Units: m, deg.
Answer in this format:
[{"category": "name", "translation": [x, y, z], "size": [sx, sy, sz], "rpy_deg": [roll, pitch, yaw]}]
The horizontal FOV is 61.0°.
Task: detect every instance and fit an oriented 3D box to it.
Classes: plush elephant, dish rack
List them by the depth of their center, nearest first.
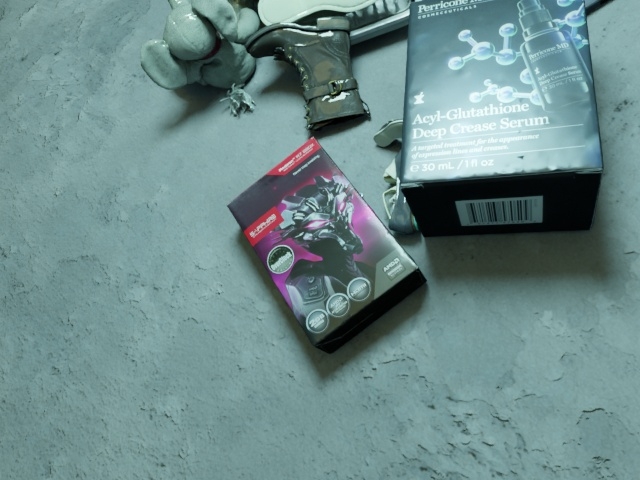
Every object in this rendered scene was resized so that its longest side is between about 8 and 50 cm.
[{"category": "plush elephant", "translation": [-0.281, -0.476, 1.272], "size": [0.272, 0.255, 0.330], "rpy_deg": [-30, 61, 12]}, {"category": "dish rack", "translation": [0.066, -0.567, 1.291], "size": [0.333, 0.072, 0.285], "rpy_deg": [-15, 61, 15]}]

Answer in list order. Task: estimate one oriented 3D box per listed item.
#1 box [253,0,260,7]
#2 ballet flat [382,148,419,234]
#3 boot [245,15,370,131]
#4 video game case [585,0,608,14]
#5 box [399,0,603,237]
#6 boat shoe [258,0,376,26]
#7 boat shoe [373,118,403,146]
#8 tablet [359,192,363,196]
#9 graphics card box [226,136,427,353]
[{"category": "box", "translation": [-0.117, -0.724, 1.443], "size": [0.183, 0.056, 0.231], "rpy_deg": [37, 83, 30]}, {"category": "ballet flat", "translation": [0.154, -0.106, 1.050], "size": [0.074, 0.074, 0.203], "rpy_deg": [-4, 68, 20]}, {"category": "boot", "translation": [-0.031, -0.352, 1.184], "size": [0.263, 0.091, 0.229], "rpy_deg": [-5, 92, 14]}, {"category": "video game case", "translation": [0.573, -0.581, 1.127], "size": [0.274, 0.026, 0.196], "rpy_deg": [-32, 59, 6]}, {"category": "box", "translation": [0.313, -0.228, 0.959], "size": [0.293, 0.212, 0.395], "rpy_deg": [-3, 65, 21]}, {"category": "boat shoe", "translation": [0.016, -0.541, 1.198], "size": [0.305, 0.091, 0.109], "rpy_deg": [-9, 103, 18]}, {"category": "boat shoe", "translation": [0.154, -0.224, 1.089], "size": [0.038, 0.046, 0.125], "rpy_deg": [-56, 15, -22]}, {"category": "tablet", "translation": [0.043, -0.078, 1.115], "size": [0.083, 0.006, 0.054], "rpy_deg": [12, 72, 26]}, {"category": "graphics card box", "translation": [0.000, 0.000, 1.042], "size": [0.233, 0.094, 0.371], "rpy_deg": [-37, 61, 4]}]
